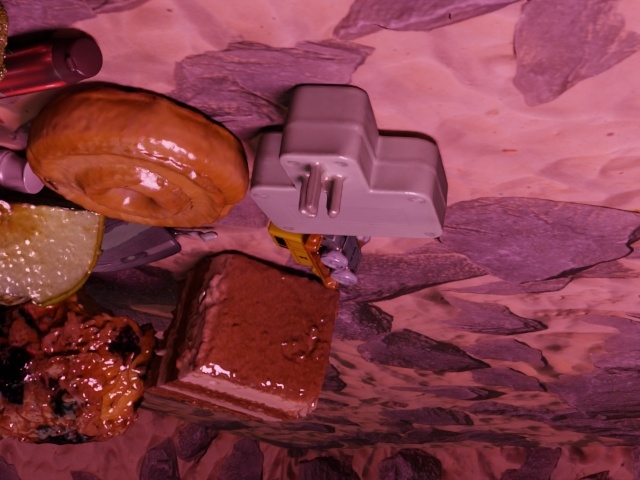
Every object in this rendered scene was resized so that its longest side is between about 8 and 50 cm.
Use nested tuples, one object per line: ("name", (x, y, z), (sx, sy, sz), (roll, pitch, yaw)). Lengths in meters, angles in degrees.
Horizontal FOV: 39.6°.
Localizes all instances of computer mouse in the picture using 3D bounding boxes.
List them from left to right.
("computer mouse", (-0.350, 0.005, 1.503), (0.379, 0.090, 0.167), (1, 159, 19))

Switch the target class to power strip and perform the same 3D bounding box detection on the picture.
("power strip", (0.026, -0.063, 1.076), (0.229, 0.141, 0.261), (3, 161, 15))

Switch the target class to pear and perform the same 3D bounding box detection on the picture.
("pear", (-0.502, -0.004, 1.356), (0.292, 0.159, 0.292), (13, -174, -1))

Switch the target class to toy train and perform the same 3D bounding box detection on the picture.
("toy train", (0.000, 0.000, 1.323), (0.127, 0.089, 0.219), (15, 162, 17))

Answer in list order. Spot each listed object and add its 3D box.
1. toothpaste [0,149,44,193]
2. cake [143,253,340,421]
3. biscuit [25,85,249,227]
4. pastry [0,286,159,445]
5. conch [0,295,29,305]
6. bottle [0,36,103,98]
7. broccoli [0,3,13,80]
("toothpaste", (-0.537, -0.117, 1.332), (0.266, 0.061, 0.096), (10, 163, 18))
("cake", (-0.143, 0.179, 1.633), (0.282, 0.256, 0.290), (20, 153, -19))
("biscuit", (-0.241, -0.093, 1.178), (0.296, 0.102, 0.296), (7, 158, 3))
("pastry", (-0.526, 0.243, 1.743), (0.405, 0.337, 0.292), (28, 171, 23))
("conch", (-0.569, 0.034, 1.607), (0.181, 0.124, 0.187), (30, -170, 0))
("bottle", (-0.318, -0.196, 1.002), (0.164, 0.060, 0.060), (-3, 156, 30))
("broccoli", (-0.390, -0.211, 0.926), (0.131, 0.130, 0.120), (-10, -148, -22))
